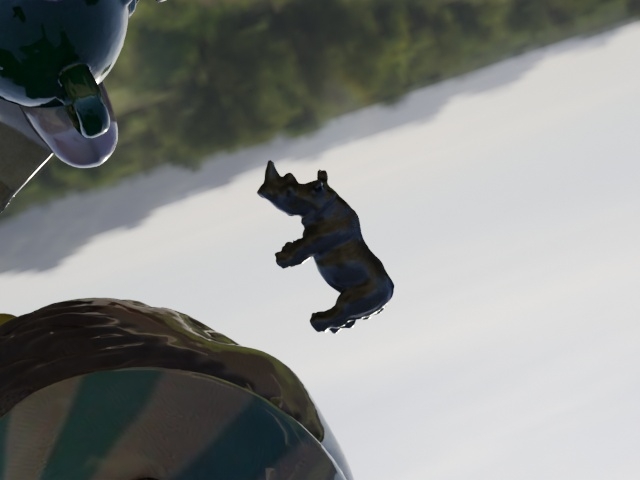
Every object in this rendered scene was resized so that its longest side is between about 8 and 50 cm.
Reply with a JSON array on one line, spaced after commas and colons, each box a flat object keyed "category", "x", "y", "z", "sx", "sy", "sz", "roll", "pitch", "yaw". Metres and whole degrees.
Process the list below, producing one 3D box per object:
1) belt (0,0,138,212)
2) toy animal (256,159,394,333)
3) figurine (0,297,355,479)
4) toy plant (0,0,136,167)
[{"category": "belt", "x": -0.219, "y": -0.107, "z": 1.210, "sx": 0.261, "sy": 0.105, "sz": 0.184, "roll": -54, "pitch": -159, "yaw": -16}, {"category": "toy animal", "x": 0.000, "y": 0.000, "z": 1.303, "sx": 0.065, "sy": 0.136, "sz": 0.047, "roll": -29, "pitch": -173, "yaw": 15}, {"category": "figurine", "x": -0.130, "y": 0.123, "z": 0.822, "sx": 0.361, "sy": 0.266, "sz": 0.377, "roll": 8, "pitch": 162, "yaw": -22}, {"category": "toy plant", "x": -0.156, "y": -0.152, "z": 0.892, "sx": 0.112, "sy": 0.243, "sz": 0.233, "roll": -25, "pitch": 141, "yaw": -12}]
